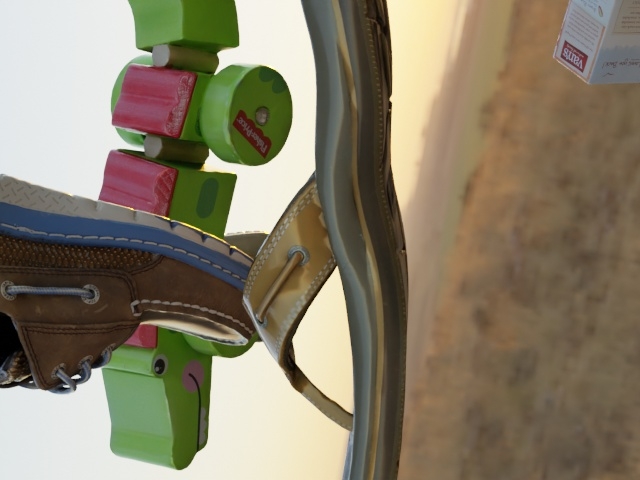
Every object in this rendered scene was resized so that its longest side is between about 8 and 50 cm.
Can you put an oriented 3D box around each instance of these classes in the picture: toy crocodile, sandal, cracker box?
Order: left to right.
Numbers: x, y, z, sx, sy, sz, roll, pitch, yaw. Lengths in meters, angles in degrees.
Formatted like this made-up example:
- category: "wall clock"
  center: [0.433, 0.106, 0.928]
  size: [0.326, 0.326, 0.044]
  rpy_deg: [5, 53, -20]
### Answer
- category: "toy crocodile"
  center: [-0.102, -0.019, 1.049]
  size: [0.105, 0.115, 0.340]
  rpy_deg: [0, -81, -51]
- category: "sandal"
  center: [0.000, 0.000, 0.467]
  size: [0.072, 0.049, 0.180]
  rpy_deg: [-73, -22, -75]
- category: "cracker box"
  center: [0.329, -0.267, 1.534]
  size: [0.067, 0.155, 0.232]
  rpy_deg: [47, 132, 46]

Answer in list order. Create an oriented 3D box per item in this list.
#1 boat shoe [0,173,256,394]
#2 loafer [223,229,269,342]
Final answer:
- category: "boat shoe"
  center: [-0.099, 0.018, 0.544]
  size: [0.066, 0.183, 0.066]
  rpy_deg: [-8, 69, 56]
- category: "loafer"
  center: [-0.130, 0.053, 1.237]
  size: [0.102, 0.268, 0.092]
  rpy_deg: [-36, 71, 49]
